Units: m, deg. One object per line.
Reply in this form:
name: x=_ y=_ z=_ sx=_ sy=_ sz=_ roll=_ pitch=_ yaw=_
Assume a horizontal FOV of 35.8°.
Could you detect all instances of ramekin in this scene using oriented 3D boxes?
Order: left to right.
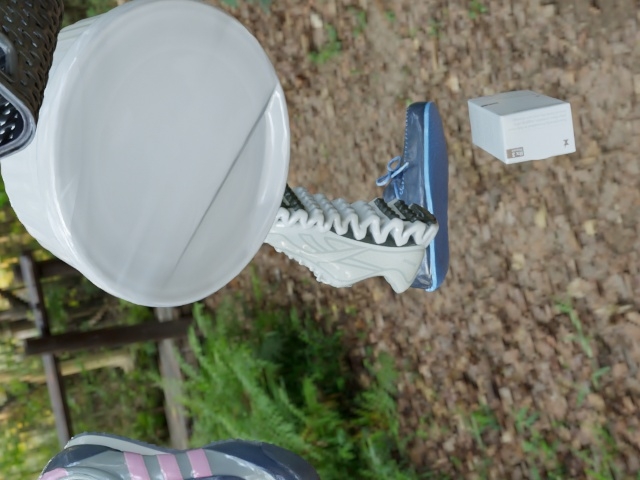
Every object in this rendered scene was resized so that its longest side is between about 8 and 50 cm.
ramekin: x=-0.162 y=-0.082 z=0.899 sx=0.127 sy=0.273 sz=0.273 roll=11 pitch=115 yaw=41

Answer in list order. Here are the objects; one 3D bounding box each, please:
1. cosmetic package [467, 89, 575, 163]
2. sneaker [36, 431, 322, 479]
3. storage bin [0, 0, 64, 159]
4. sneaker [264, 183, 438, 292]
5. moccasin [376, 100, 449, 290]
cosmetic package: x=0.326 y=-0.192 z=1.632 sx=0.231 sy=0.117 sz=0.085 roll=-116 pitch=15 yaw=-76
sneaker: x=-0.158 y=0.278 z=1.028 sx=0.131 sy=0.319 sz=0.112 roll=-47 pitch=-49 yaw=-63
storage bin: x=-0.223 y=-0.083 z=0.449 sx=0.122 sy=0.180 sz=0.084 roll=48 pitch=-148 yaw=-44
sneaker: x=0.000 y=0.000 z=1.238 sx=0.110 sy=0.292 sz=0.118 roll=-111 pitch=33 yaw=-65
moccasin: x=0.158 y=-0.076 z=1.769 sx=0.138 sy=0.117 sz=0.342 roll=-17 pitch=-72 yaw=-63
